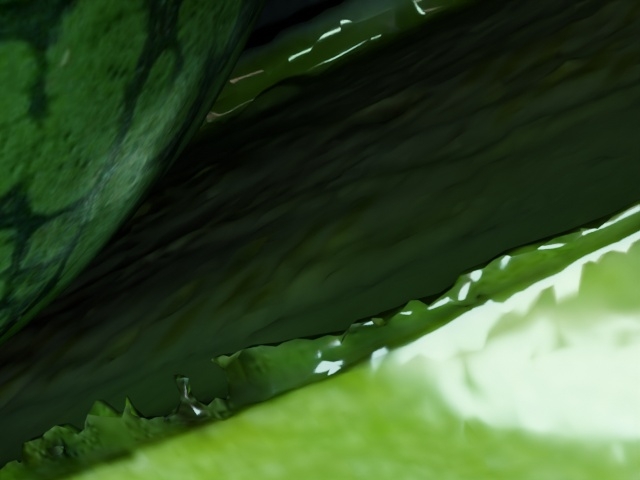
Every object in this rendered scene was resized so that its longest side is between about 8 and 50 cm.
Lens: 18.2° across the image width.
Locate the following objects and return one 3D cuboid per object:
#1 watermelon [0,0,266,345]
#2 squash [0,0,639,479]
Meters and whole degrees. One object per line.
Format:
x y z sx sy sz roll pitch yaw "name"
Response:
-0.163 -0.113 0.411 0.363 0.363 0.363 12 127 17 "watermelon"
0.000 0.000 0.481 0.309 0.234 0.210 8 125 21 "squash"
